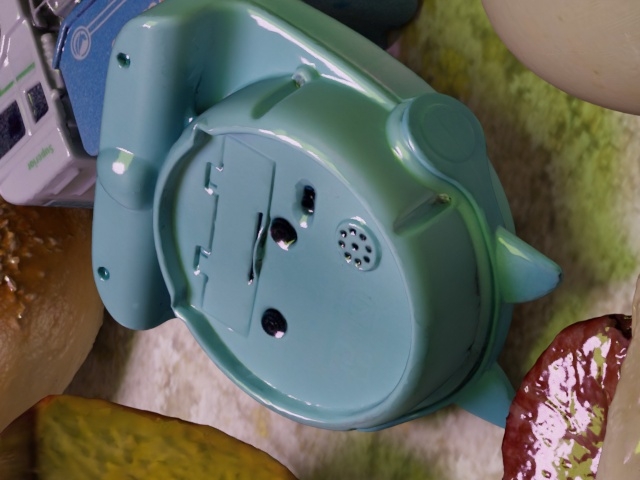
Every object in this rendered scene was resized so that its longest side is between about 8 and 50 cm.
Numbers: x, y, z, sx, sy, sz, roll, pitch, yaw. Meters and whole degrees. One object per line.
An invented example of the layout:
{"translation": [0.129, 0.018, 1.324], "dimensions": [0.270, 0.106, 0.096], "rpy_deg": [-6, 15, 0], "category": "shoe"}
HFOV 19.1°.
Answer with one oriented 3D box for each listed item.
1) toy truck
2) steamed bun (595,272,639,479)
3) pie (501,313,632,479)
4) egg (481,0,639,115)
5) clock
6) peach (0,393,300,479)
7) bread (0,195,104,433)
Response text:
{"translation": [-0.091, -0.148, 1.199], "dimensions": [0.367, 0.146, 0.175], "rpy_deg": [-36, 61, 42], "category": "toy truck"}
{"translation": [0.202, 0.049, 0.815], "dimensions": [0.172, 0.141, 0.155], "rpy_deg": [-40, 41, 37], "category": "steamed bun"}
{"translation": [0.149, 0.109, 0.934], "dimensions": [0.153, 0.038, 0.154], "rpy_deg": [-8, 80, 50], "category": "pie"}
{"translation": [0.168, -0.147, 0.832], "dimensions": [0.253, 0.188, 0.189], "rpy_deg": [-19, 69, 53], "category": "egg"}
{"translation": [0.000, 0.000, 1.026], "dimensions": [0.274, 0.094, 0.224], "rpy_deg": [31, 133, 26], "category": "clock"}
{"translation": [-0.089, 0.283, 1.050], "dimensions": [0.306, 0.242, 0.380], "rpy_deg": [-127, 39, -67], "category": "peach"}
{"translation": [-0.301, 0.039, 1.345], "dimensions": [0.305, 0.159, 0.305], "rpy_deg": [-13, 56, 20], "category": "bread"}
